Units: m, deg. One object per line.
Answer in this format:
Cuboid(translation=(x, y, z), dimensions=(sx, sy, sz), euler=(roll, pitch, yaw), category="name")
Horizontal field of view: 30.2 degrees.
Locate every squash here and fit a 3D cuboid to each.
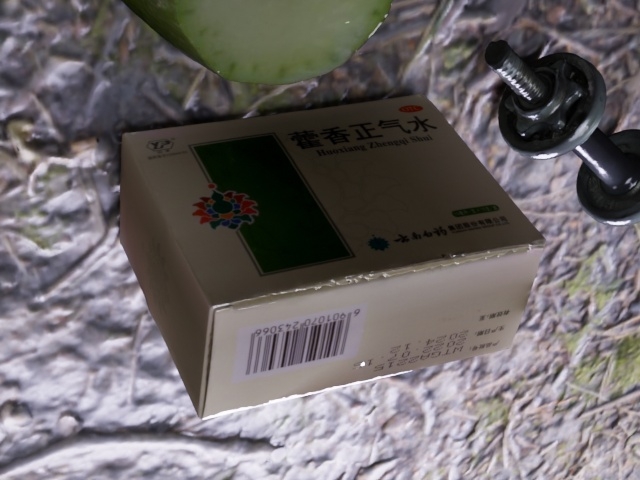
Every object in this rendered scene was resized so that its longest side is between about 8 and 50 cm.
Cuboid(translation=(-0.036, -0.164, 0.623), dimensions=(0.170, 0.123, 0.170), euler=(-13, 132, -14), category="squash")

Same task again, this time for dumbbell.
Cuboid(translation=(0.192, -0.068, 0.843), dimensions=(0.081, 0.081, 0.254), euler=(-48, 132, 11), category="dumbbell")

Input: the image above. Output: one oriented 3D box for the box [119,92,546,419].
Cuboid(translation=(0.000, 0.000, 0.727), dimensions=(0.212, 0.168, 0.095), euler=(-11, 132, -23), category="box")
